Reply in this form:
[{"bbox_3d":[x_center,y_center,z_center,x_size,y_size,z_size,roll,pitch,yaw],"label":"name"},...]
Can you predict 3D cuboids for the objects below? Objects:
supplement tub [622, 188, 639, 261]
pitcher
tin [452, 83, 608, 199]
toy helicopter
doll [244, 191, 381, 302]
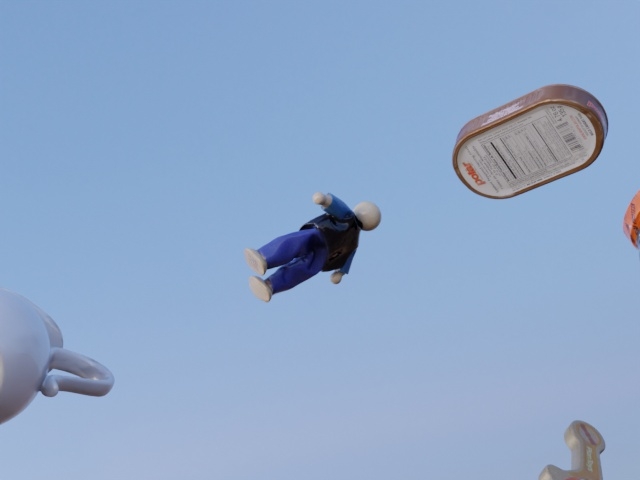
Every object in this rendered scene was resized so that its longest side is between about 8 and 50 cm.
[{"bbox_3d":[0.597,0.043,1.316,0.207,0.338,0.207,-19,-44,-19],"label":"supplement tub"},{"bbox_3d":[-0.282,0.111,0.861,0.177,0.126,0.207,22,0,-5],"label":"pitcher"},{"bbox_3d":[0.240,-0.112,1.092,0.189,0.040,0.106,-24,-68,37],"label":"tin"},{"bbox_3d":[0.524,0.475,1.783,0.234,0.355,0.140,25,-59,-1],"label":"toy helicopter"},{"bbox_3d":[0.000,0.000,1.112,0.189,0.046,0.129,-26,-55,-30],"label":"doll"}]
